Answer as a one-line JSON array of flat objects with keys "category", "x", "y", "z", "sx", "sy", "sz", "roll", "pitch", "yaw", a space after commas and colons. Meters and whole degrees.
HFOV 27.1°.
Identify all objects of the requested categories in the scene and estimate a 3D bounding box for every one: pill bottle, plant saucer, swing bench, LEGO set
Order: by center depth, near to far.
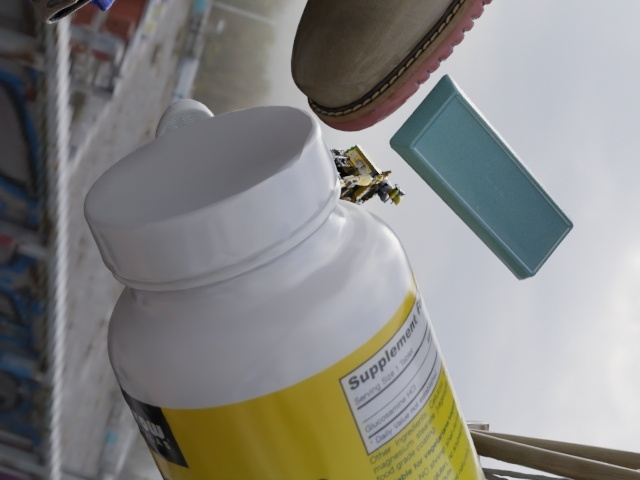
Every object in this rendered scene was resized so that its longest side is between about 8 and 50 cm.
[{"category": "pill bottle", "x": -0.015, "y": 0.097, "z": 0.811, "sx": 0.188, "sy": 0.188, "sz": 0.334, "roll": -72, "pitch": 145, "yaw": -60}, {"category": "plant saucer", "x": 0.128, "y": -0.041, "z": 0.997, "sx": 0.067, "sy": 0.192, "sz": 0.018, "roll": -50, "pitch": -141, "yaw": -4}, {"category": "swing bench", "x": 0.180, "y": 0.295, "z": 1.114, "sx": 0.165, "sy": 0.255, "sz": 0.253, "roll": 8, "pitch": 87, "yaw": -54}, {"category": "LEGO set", "x": 0.000, "y": 0.000, "z": 1.783, "sx": 0.255, "sy": 0.192, "sz": 0.331, "roll": -39, "pitch": 166, "yaw": 8}]

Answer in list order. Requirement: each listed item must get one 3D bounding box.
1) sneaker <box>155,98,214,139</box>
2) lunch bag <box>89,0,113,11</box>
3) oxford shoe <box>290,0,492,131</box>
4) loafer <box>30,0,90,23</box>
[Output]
[{"category": "sneaker", "x": -0.176, "y": -0.117, "z": 1.862, "sx": 0.292, "sy": 0.108, "sz": 0.169, "roll": 80, "pitch": -4, "yaw": -47}, {"category": "lunch bag", "x": -0.282, "y": -0.450, "z": 1.160, "sx": 0.328, "sy": 0.239, "sz": 0.385, "roll": -65, "pitch": 148, "yaw": -12}, {"category": "oxford shoe", "x": 0.047, "y": -0.228, "z": 0.662, "sx": 0.123, "sy": 0.130, "sz": 0.348, "roll": 23, "pitch": -89, "yaw": 54}, {"category": "loafer", "x": -0.088, "y": -0.211, "z": 0.905, "sx": 0.096, "sy": 0.267, "sz": 0.084, "roll": -19, "pitch": 101, "yaw": -66}]
